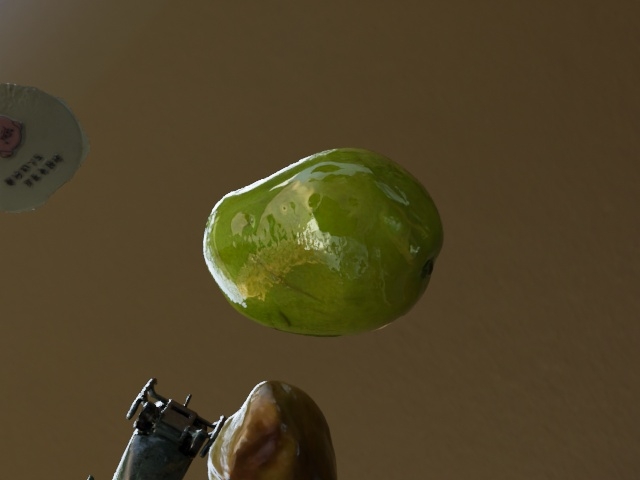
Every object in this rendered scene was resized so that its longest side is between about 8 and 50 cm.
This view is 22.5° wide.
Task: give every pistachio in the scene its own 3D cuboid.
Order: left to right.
[{"bbox_3d":[-0.036,0.206,1.413,0.100,0.189,0.110,-4,-159,32],"label":"pistachio"}]

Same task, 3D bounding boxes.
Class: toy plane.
[{"bbox_3d":[-0.118,0.159,1.066,0.060,0.235,0.096,29,-77,-1],"label":"toy plane"}]

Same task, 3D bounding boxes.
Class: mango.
[{"bbox_3d":[0.003,0.006,1.022,0.163,0.117,0.089,-22,-172,38],"label":"mango"}]

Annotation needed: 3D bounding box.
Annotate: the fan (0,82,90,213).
[{"bbox_3d":[-0.402,-0.146,1.781,0.310,0.010,0.182,35,-123,13],"label":"fan"}]
